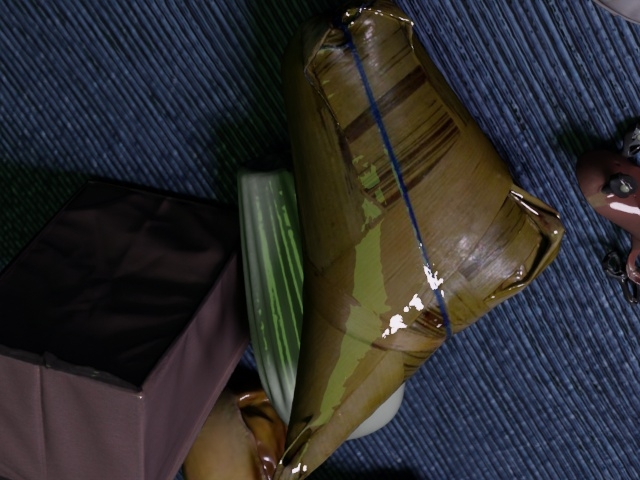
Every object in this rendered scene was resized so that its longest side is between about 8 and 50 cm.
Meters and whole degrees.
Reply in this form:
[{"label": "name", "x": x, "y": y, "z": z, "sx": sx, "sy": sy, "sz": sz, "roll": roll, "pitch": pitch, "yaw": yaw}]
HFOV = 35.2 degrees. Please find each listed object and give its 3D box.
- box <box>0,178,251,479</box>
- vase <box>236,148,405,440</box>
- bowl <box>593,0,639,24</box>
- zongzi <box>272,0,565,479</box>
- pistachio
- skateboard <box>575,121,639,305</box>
[{"label": "box", "x": -0.175, "y": 0.081, "z": 0.860, "sx": 0.188, "sy": 0.252, "sz": 0.153, "roll": 14, "pitch": 127, "yaw": 15}, {"label": "vase", "x": -0.007, "y": 0.044, "z": 0.850, "sx": 0.128, "sy": 0.128, "sz": 0.248, "roll": -5, "pitch": 113, "yaw": 26}, {"label": "bowl", "x": 0.218, "y": -0.196, "z": 0.597, "sx": 0.189, "sy": 0.086, "sz": 0.189, "roll": 12, "pitch": 127, "yaw": 16}, {"label": "zongzi", "x": 0.000, "y": 0.000, "z": 0.730, "sx": 0.289, "sy": 0.123, "sz": 0.260, "roll": -40, "pitch": 104, "yaw": -5}, {"label": "pistachio", "x": -0.072, "y": 0.236, "z": 1.002, "sx": 0.165, "sy": 0.130, "sz": 0.210, "roll": -179, "pitch": 81, "yaw": -70}, {"label": "skateboard", "x": 0.237, "y": -0.006, "z": 0.749, "sx": 0.080, "sy": 0.067, "sz": 0.151, "roll": -21, "pitch": 118, "yaw": 44}]
